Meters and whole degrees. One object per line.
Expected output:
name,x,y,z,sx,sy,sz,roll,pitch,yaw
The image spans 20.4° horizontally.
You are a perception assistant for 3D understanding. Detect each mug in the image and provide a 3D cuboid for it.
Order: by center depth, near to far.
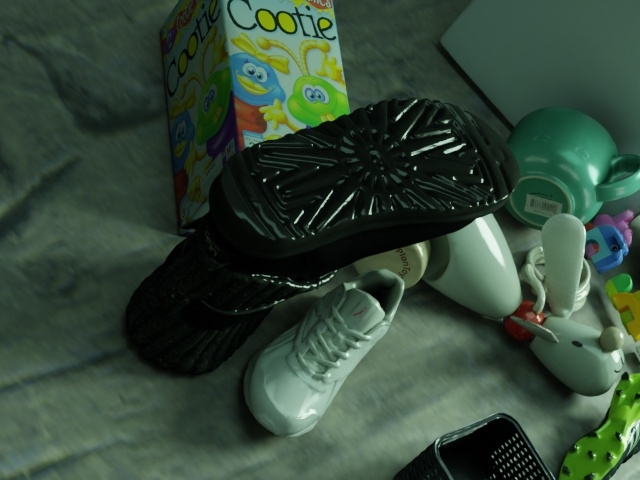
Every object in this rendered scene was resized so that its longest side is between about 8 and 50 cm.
mug,0.274,-0.077,2.023,0.129,0.157,0.097,47,45,-16

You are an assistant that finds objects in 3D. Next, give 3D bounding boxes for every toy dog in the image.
toy dog,0.202,0.018,1.896,0.333,0.161,0.220,22,48,-20

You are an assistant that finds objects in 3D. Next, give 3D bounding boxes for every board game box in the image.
board game box,-0.067,-0.143,1.847,0.142,0.144,0.275,12,50,-27

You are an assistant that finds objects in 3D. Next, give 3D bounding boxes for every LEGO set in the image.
LEGO set,0.371,0.046,2.017,0.227,0.093,0.087,65,5,21

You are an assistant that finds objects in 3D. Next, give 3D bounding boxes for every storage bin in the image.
storage bin,0.169,0.272,1.731,0.122,0.084,0.180,-16,67,-41

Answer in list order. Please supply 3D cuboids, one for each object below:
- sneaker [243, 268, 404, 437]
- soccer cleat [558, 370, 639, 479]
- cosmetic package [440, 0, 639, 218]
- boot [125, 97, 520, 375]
sneaker,0.007,0.096,1.732,0.090,0.115,0.232,40,44,-2
soccer cleat,0.312,0.218,1.891,0.060,0.072,0.179,15,50,36
cosmetic package,0.435,-0.280,2.168,0.327,0.329,0.393,50,44,7
boot,-0.003,-0.003,1.690,0.348,0.260,0.131,-10,63,-31
